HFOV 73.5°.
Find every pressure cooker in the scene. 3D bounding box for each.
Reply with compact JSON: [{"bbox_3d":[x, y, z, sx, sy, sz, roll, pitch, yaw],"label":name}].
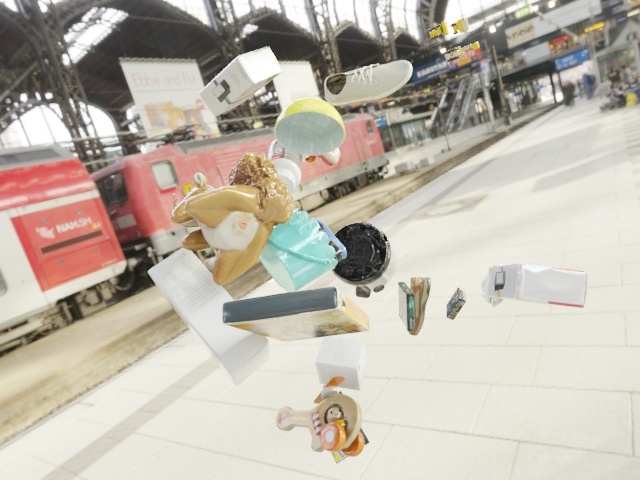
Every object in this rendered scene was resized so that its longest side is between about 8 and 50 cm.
[{"bbox_3d":[0.257,0.114,2.492,0.370,0.375,0.420,-41,-22,5],"label":"pressure cooker"}]

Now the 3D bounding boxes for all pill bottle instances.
[{"bbox_3d":[-0.177,-0.339,2.031,0.176,0.176,0.319,-15,39,12],"label":"pill bottle"}]

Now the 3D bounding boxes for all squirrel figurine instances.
[{"bbox_3d":[-0.294,-0.110,1.406,0.397,0.281,0.370,-34,31,-19],"label":"squirrel figurine"}]

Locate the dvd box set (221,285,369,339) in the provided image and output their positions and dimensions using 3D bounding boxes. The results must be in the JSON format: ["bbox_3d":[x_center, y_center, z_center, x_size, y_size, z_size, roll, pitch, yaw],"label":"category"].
[{"bbox_3d":[-0.045,0.223,1.222,0.307,0.062,0.420,-10,-21,13],"label":"dvd box set"}]

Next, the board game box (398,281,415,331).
[{"bbox_3d":[0.289,0.220,1.448,0.026,0.126,0.186,-2,7,2],"label":"board game box"}]

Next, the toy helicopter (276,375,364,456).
[{"bbox_3d":[-0.013,0.592,1.461,0.355,0.140,0.235,-16,53,36],"label":"toy helicopter"}]

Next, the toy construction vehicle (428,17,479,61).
[{"bbox_3d":[0.299,-0.451,0.954,0.035,0.086,0.098,-38,22,-26],"label":"toy construction vehicle"}]

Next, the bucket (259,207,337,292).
[{"bbox_3d":[-0.096,0.041,1.531,0.183,0.281,0.281,-36,17,-22],"label":"bucket"}]

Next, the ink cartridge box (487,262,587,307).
[{"bbox_3d":[0.765,0.160,1.545,0.226,0.131,0.306,6,-6,5],"label":"ink cartridge box"}]

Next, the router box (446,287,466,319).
[{"bbox_3d":[0.615,0.287,1.946,0.038,0.122,0.092,22,31,2],"label":"router box"}]

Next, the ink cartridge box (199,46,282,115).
[{"bbox_3d":[-0.240,-0.474,1.283,0.208,0.087,0.153,-19,19,41],"label":"ink cartridge box"}]

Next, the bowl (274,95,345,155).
[{"bbox_3d":[-0.042,-0.493,1.757,0.289,0.156,0.289,1,-24,0],"label":"bowl"}]

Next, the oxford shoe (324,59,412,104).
[{"bbox_3d":[0.212,-0.764,2.050,0.449,0.169,0.130,-7,-22,25],"label":"oxford shoe"}]

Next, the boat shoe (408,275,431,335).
[{"bbox_3d":[0.480,0.326,2.189,0.119,0.324,0.122,10,18,9],"label":"boat shoe"}]

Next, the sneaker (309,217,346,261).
[{"bbox_3d":[0.000,0.000,1.685,0.090,0.081,0.232,-22,53,-34],"label":"sneaker"}]

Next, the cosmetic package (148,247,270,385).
[{"bbox_3d":[-0.376,0.260,1.477,0.161,0.453,0.230,-38,-19,-22],"label":"cosmetic package"}]

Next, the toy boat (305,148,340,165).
[{"bbox_3d":[-0.023,-0.444,2.128,0.151,0.231,0.151,-40,18,33],"label":"toy boat"}]

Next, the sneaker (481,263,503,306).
[{"bbox_3d":[0.752,0.187,1.881,0.090,0.235,0.095,-21,39,-16],"label":"sneaker"}]

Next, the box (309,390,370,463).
[{"bbox_3d":[0.078,0.774,1.783,0.159,0.233,0.044,-29,-26,-7],"label":"box"}]

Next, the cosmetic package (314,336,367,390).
[{"bbox_3d":[0.092,0.519,1.821,0.183,0.151,0.151,4,38,18],"label":"cosmetic package"}]
